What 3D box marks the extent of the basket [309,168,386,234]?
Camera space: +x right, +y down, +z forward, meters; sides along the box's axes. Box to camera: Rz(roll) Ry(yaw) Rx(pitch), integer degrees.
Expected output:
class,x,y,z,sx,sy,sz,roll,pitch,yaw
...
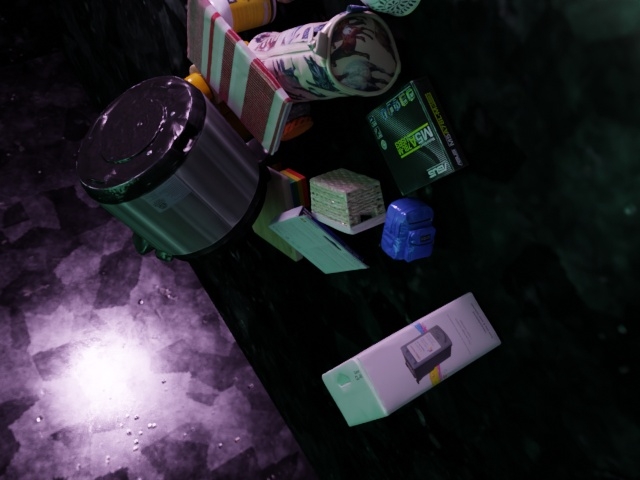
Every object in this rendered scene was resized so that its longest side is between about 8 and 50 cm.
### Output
class,x,y,z,sx,sy,sz,roll,pitch,yaw
basket,0.061,-0.096,1.457,0.167,0.113,0.103,28,132,51

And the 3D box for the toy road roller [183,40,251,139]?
class,x,y,z,sx,sy,sz,roll,pitch,yaw
toy road roller,-0.269,-0.382,1.737,0.240,0.202,0.329,55,157,-15

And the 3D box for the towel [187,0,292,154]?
class,x,y,z,sx,sy,sz,roll,pitch,yaw
towel,-0.182,-0.364,1.368,0.329,0.037,0.237,51,159,8

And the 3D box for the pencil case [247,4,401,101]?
class,x,y,z,sx,sy,sz,roll,pitch,yaw
pencil case,-0.022,-0.370,1.286,0.410,0.183,0.160,17,87,58

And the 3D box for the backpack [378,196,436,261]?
class,x,y,z,sx,sy,sz,roll,pitch,yaw
backpack,0.190,-0.025,1.296,0.101,0.098,0.120,37,134,46

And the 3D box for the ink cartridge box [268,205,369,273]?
class,x,y,z,sx,sy,sz,roll,pitch,yaw
ink cartridge box,0.000,0.000,1.615,0.223,0.045,0.224,40,157,-20

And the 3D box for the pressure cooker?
class,x,y,z,sx,sy,sz,roll,pitch,yaw
pressure cooker,-0.347,-0.147,1.580,0.370,0.375,0.420,-2,149,31

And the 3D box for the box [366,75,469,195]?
class,x,y,z,sx,sy,sz,roll,pitch,yaw
box,0.182,-0.196,1.216,0.190,0.045,0.184,-22,91,65

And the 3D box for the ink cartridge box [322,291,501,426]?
class,x,y,z,sx,sy,sz,roll,pitch,yaw
ink cartridge box,0.186,0.251,1.307,0.131,0.306,0.226,59,154,11

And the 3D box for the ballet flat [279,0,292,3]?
class,x,y,z,sx,sy,sz,roll,pitch,yaw
ballet flat,-0.133,-0.631,1.399,0.250,0.058,0.084,59,153,10

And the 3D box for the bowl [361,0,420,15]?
class,x,y,z,sx,sy,sz,roll,pitch,yaw
bowl,0.098,-0.469,1.088,0.170,0.080,0.170,44,149,36

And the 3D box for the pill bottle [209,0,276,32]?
class,x,y,z,sx,sy,sz,roll,pitch,yaw
pill bottle,-0.204,-0.541,1.467,0.103,0.184,0.103,43,147,37

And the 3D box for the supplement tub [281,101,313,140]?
class,x,y,z,sx,sy,sz,roll,pitch,yaw
supplement tub,-0.100,-0.347,1.525,0.190,0.117,0.117,63,154,4

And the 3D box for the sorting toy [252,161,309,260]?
class,x,y,z,sx,sy,sz,roll,pitch,yaw
sorting toy,-0.120,-0.109,1.807,0.255,0.089,0.257,32,140,48
